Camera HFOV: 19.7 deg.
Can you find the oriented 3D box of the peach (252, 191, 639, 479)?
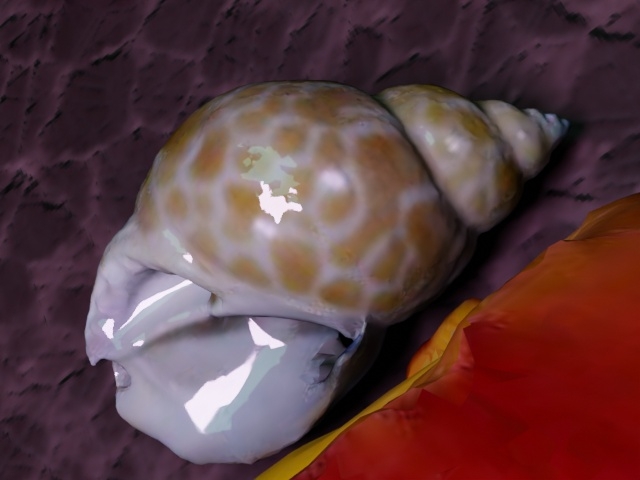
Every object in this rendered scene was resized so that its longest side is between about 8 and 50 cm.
[{"bbox_3d":[0.026,0.126,0.469,0.338,0.281,0.281,0,67,38],"label":"peach"}]

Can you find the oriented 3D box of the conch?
[{"bbox_3d":[-0.012,0.001,0.676,0.116,0.106,0.173,39,112,25],"label":"conch"}]
